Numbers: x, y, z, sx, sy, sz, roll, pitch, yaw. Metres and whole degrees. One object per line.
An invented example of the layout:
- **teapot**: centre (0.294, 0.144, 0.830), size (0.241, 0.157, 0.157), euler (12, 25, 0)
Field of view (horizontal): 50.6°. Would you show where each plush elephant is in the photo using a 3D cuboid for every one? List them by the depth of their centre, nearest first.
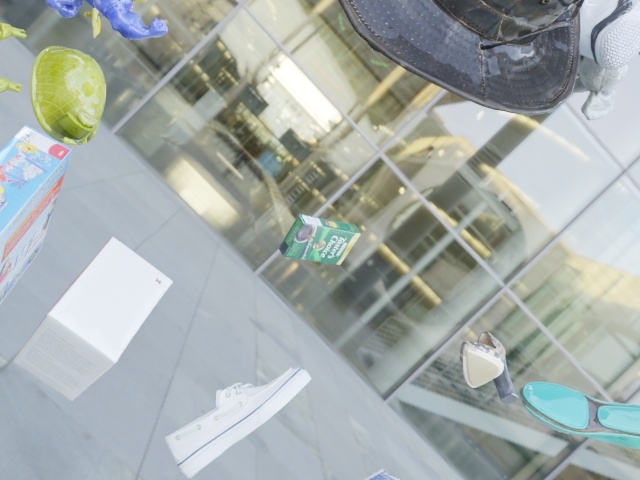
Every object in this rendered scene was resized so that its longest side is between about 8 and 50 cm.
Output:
- **plush elephant**: centre (0.664, -0.452, 1.650), size (0.330, 0.255, 0.272), euler (27, -48, 26)

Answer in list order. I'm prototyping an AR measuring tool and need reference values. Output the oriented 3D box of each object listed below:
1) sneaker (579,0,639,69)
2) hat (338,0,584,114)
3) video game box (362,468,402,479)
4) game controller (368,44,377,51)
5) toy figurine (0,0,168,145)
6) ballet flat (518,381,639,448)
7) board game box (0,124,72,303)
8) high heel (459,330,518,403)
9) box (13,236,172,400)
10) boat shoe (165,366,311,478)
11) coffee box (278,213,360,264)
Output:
- **sneaker**: centre (0.644, -0.535, 1.456), size (0.210, 0.366, 0.137), euler (34, -10, 43)
- **hat**: centre (0.155, -0.265, 0.562), size (0.331, 0.331, 0.134), euler (46, -35, -14)
- **video game box**: centre (0.137, 0.693, 1.801), size (0.048, 0.187, 0.205), euler (66, -21, -4)
- **game controller**: centre (0.220, -0.605, 1.652), size (0.166, 0.319, 0.067), euler (14, 0, 11)
- **toy figurine**: centre (-0.250, -0.317, 0.783), size (0.191, 0.217, 0.362), euler (33, 48, -58)
- **ballet flat**: centre (0.467, 0.316, 1.190), size (0.247, 0.083, 0.087), euler (11, -39, 10)
- **board game box**: centre (-0.551, 0.012, 1.122), size (0.086, 0.302, 0.308), euler (28, 41, -10)
- **high heel**: centre (0.351, 0.239, 1.517), size (0.261, 0.093, 0.186), euler (45, 23, -40)
- **box**: centre (-0.277, 0.098, 0.821), size (0.091, 0.170, 0.130), euler (39, 47, -12)
- **boat shoe**: centre (-0.121, 0.240, 0.958), size (0.076, 0.226, 0.083), euler (52, -6, 7)
- **coffee box**: centre (0.000, 0.000, 1.688), size (0.184, 0.113, 0.040), euler (11, 34, -38)
